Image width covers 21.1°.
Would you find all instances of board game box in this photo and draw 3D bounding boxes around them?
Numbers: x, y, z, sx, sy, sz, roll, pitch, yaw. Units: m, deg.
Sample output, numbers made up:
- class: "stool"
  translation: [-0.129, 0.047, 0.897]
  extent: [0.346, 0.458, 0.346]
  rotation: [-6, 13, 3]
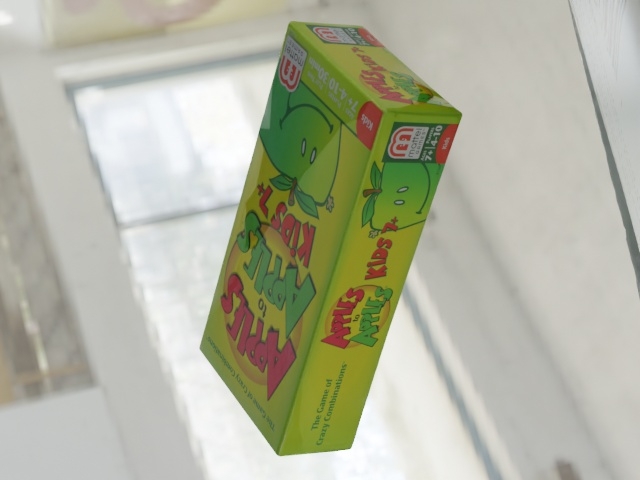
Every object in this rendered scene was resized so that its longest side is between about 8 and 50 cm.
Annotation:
- class: "board game box"
  translation: [0.000, 0.000, 0.801]
  extent: [0.092, 0.043, 0.181]
  rotation: [48, -51, 46]

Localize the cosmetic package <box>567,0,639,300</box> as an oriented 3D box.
- class: "cosmetic package"
  translation: [0.313, -0.169, 0.790]
  extent: [0.327, 0.393, 0.329]
  rotation: [58, 21, -74]
